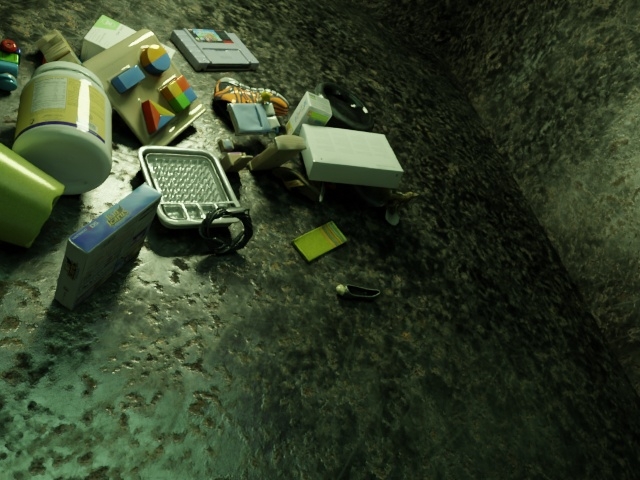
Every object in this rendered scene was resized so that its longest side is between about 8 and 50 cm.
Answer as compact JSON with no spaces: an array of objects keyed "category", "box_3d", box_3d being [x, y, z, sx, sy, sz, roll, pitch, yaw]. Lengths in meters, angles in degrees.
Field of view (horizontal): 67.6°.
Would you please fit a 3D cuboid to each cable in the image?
[{"category":"cable","box_3d":[-0.296,-0.031,1.491,0.184,0.151,0.047,-12,31,-39]}]

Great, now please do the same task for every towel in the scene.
[{"category":"towel","box_3d":[0.000,0.000,1.768,0.102,0.021,0.237,49,41,12]}]

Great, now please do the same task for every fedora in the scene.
[{"category":"fedora","box_3d":[0.090,-0.598,2.284,0.334,0.152,0.334,23,43,-23]}]

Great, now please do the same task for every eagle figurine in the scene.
[{"category":"eagle figurine","box_3d":[0.275,-0.234,2.099,0.298,0.225,0.226,32,-15,39]}]

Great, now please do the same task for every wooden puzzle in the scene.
[{"category":"wooden puzzle","box_3d":[-0.577,-0.526,1.644,0.348,0.080,0.322,53,46,-24]}]

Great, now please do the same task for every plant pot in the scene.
[{"category":"plant pot","box_3d":[-0.774,-0.116,1.137,0.254,0.276,0.276,30,40,-27]}]

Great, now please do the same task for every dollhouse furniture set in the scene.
[{"category":"dollhouse furniture set","box_3d":[-0.240,-0.437,1.785,0.286,0.198,0.303,-12,81,-43]}]

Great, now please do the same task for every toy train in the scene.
[{"category":"toy train","box_3d":[-1.044,-0.538,1.433,0.248,0.105,0.143,2,66,-36]}]

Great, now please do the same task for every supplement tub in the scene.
[{"category":"supplement tub","box_3d":[-0.721,-0.322,1.355,0.241,0.241,0.331,7,49,-32]}]

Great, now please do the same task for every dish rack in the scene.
[{"category":"dish rack","box_3d":[-0.431,-0.164,1.558,0.285,0.072,0.333,-5,57,-39]}]

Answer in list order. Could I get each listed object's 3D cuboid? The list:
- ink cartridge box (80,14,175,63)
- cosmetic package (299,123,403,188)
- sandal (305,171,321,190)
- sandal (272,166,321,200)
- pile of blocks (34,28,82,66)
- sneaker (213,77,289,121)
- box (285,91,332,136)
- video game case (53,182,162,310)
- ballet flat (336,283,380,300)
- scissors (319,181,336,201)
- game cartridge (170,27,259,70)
[{"category":"ink cartridge box","box_3d":[-0.683,-0.674,1.801,0.353,0.119,0.207,21,44,-21]},{"category":"cosmetic package","box_3d":[0.117,-0.346,1.958,0.377,0.097,0.284,4,39,-17]},{"category":"sandal","box_3d":[-0.018,-0.257,1.959,0.049,0.072,0.180,25,41,-39]},{"category":"sandal","box_3d":[-0.095,-0.212,1.862,0.219,0.090,0.060,36,62,-14]},{"category":"pile of blocks","box_3d":[-0.854,-0.566,1.609,0.112,0.149,0.362,-36,63,-6]},{"category":"sneaker","box_3d":[-0.292,-0.552,2.001,0.321,0.125,0.180,12,50,-14]},{"category":"box","box_3d":[-0.053,-0.517,2.063,0.114,0.203,0.103,14,47,-29]},{"category":"video game case","box_3d":[-0.526,0.012,1.190,0.061,0.244,0.269,36,40,-2]},{"category":"ballet flat","box_3d":[0.131,0.176,1.680,0.173,0.049,0.057,11,47,-29]},{"category":"scissors","box_3d":[0.011,-0.230,1.905,0.109,0.021,0.297,67,20,-11]},{"category":"game cartridge","box_3d":[-0.478,-0.875,2.191,0.355,0.068,0.230,-23,73,-46]}]
